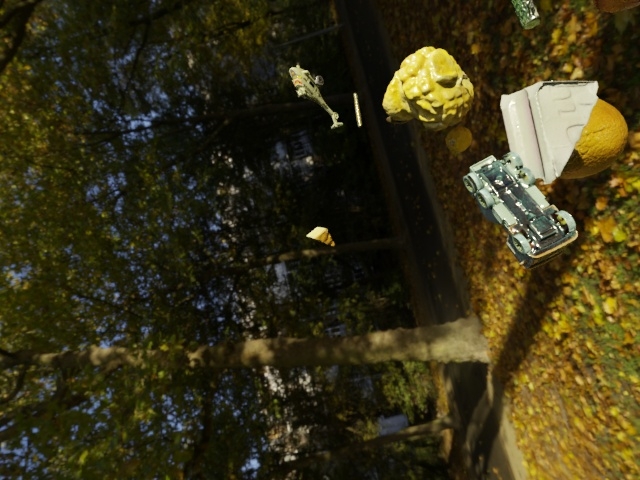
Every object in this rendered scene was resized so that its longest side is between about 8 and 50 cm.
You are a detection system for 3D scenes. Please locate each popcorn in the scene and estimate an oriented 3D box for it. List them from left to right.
[{"bbox_3d":[0.437,-0.604,1.747,0.349,0.382,0.348,21,-126,-31],"label":"popcorn"}]

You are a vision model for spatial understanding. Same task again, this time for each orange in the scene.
[{"bbox_3d":[0.984,-0.393,1.623,0.357,0.322,0.321,-13,-92,-43],"label":"orange"}]

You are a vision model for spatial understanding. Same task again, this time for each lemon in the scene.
[{"bbox_3d":[0.625,-0.458,1.903,0.155,0.114,0.114,-34,-67,-51],"label":"lemon"}]

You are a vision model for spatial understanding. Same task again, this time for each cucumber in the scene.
[{"bbox_3d":[0.556,-0.680,1.167,0.058,0.058,0.187,11,-124,-84],"label":"cucumber"}]

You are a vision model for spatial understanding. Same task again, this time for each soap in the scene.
[{"bbox_3d":[0.698,-0.313,1.241,0.159,0.258,0.302,167,95,-69],"label":"soap"}]

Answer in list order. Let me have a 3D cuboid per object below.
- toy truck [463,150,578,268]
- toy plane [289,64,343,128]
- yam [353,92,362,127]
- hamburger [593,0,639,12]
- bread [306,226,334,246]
[{"bbox_3d":[0.383,-0.063,0.845,0.256,0.108,0.140,64,-176,30],"label":"toy truck"},{"bbox_3d":[-0.016,-0.553,1.619,0.286,0.092,0.108,38,-124,-33],"label":"toy plane"},{"bbox_3d":[0.108,-0.375,1.210,0.014,0.014,0.107,49,-147,-78],"label":"yam"},{"bbox_3d":[1.035,-0.916,1.393,0.260,0.245,0.211,85,-173,-69],"label":"hamburger"},{"bbox_3d":[0.000,0.000,1.908,0.084,0.080,0.109,18,144,49],"label":"bread"}]
